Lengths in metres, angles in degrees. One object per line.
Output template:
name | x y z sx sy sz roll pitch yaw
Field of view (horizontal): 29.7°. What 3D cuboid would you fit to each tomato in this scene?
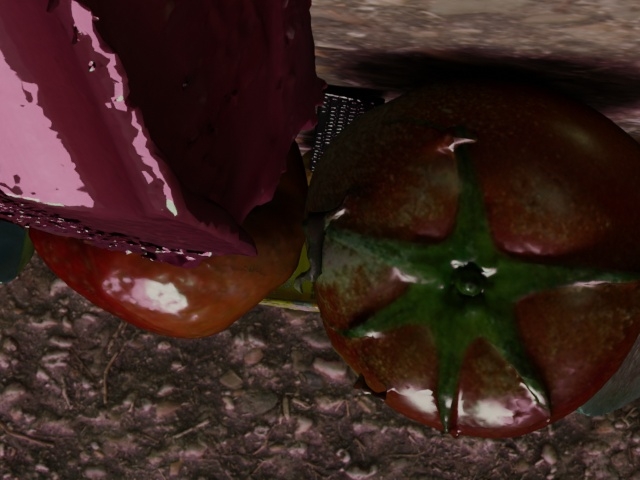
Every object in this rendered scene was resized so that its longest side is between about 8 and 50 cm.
tomato | 0.137 0.009 1.017 0.303 0.303 0.239 5 -166 15

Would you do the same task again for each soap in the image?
soap | -0.083 -0.106 0.424 0.112 0.182 0.289 6 143 15

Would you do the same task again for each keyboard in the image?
keyboard | 0.023 -0.101 1.184 0.061 0.013 0.204 11 162 0

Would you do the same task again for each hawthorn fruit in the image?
hawthorn fruit | -0.142 -0.036 1.142 0.262 0.258 0.258 20 173 -14

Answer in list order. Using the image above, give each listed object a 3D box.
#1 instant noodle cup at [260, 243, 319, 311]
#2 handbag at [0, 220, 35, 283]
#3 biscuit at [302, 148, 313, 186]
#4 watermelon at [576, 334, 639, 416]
instant noodle cup | 0.000 0.000 1.674 0.264 0.200 0.264 6 175 1
handbag | -0.438 -0.063 1.296 0.263 0.222 0.241 5 -179 -24
biscuit | 0.128 -0.071 1.422 0.335 0.078 0.329 6 173 -10
watermelon | 0.292 0.034 1.269 0.228 0.258 0.387 42 -157 20
